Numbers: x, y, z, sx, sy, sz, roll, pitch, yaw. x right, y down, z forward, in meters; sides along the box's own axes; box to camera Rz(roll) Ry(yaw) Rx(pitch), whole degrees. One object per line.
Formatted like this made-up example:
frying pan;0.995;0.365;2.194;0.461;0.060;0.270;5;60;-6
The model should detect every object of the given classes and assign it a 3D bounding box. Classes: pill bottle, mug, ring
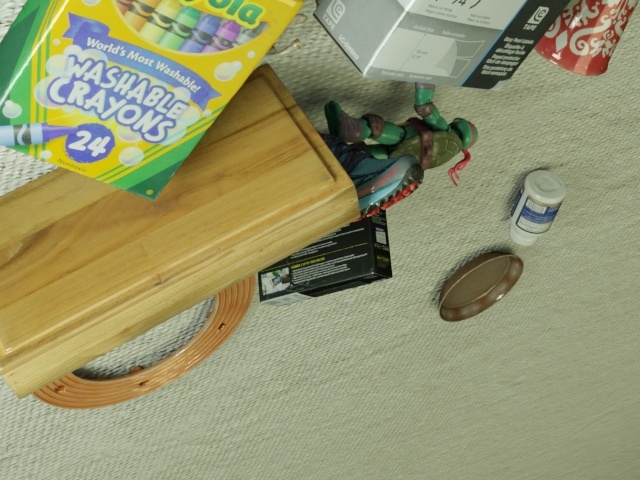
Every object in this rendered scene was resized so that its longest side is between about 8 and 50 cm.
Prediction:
pill bottle;0.336;-0.048;1.914;0.067;0.067;0.120;-17;146;-26
mug;0.346;-0.315;1.532;0.113;0.150;0.169;22;128;-1
ring;-0.242;0.110;1.629;0.337;0.032;0.336;-25;149;-16

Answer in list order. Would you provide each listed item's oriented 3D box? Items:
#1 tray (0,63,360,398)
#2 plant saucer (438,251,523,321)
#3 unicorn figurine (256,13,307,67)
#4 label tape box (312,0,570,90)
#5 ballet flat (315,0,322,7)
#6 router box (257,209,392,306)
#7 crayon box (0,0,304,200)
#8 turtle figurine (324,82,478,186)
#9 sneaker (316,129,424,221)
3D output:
tray;-0.186;-0.020;1.324;0.411;0.202;0.076;-29;148;-9
plant saucer;0.264;0.073;2.059;0.168;0.029;0.168;-24;147;-16
unicorn figurine;-0.074;-0.220;1.285;0.111;0.060;0.162;-24;149;-14
label tape box;0.181;-0.313;1.239;0.241;0.106;0.333;-2;138;-46
ballet flat;0.079;-0.268;1.379;0.250;0.058;0.084;-4;137;-48
router box;0.000;0.000;1.531;0.179;0.133;0.046;-15;161;33
crayon box;-0.164;-0.202;1.158;0.203;0.083;0.323;20;121;-36
turtle figurine;0.112;-0.139;1.534;0.234;0.118;0.175;-9;137;-23
sneaker;-0.003;-0.077;1.423;0.262;0.125;0.104;-12;-171;38
